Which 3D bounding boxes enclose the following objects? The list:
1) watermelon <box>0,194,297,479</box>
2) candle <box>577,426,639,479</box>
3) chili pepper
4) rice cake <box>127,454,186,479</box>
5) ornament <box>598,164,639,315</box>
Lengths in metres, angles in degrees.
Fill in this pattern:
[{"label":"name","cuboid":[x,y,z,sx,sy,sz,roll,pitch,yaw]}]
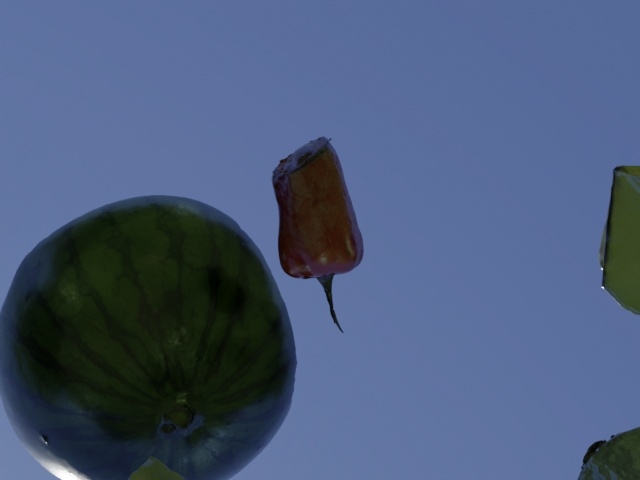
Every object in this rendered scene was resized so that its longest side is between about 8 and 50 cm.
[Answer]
[{"label":"watermelon","cuboid":[-0.176,0.126,1.511,0.330,0.189,0.331,-1,-83,-13]},{"label":"candle","cuboid":[0.279,0.179,1.036,0.192,0.068,0.168,-39,-64,-1]},{"label":"chili pepper","cuboid":[0.000,0.000,1.439,0.086,0.084,0.192,-24,-76,-46]},{"label":"rice cake","cuboid":[-0.044,0.251,1.091,0.256,0.052,0.057,37,-166,-5]},{"label":"ornament","cuboid":[0.383,-0.022,1.639,0.180,0.201,0.059,46,-153,-18]}]
